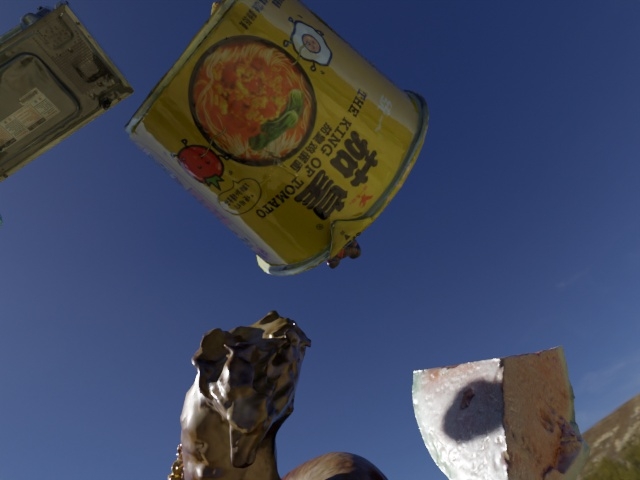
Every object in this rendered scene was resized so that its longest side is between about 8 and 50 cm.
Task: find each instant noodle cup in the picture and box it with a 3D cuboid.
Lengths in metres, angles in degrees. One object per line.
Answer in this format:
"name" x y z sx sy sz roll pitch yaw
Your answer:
"instant noodle cup" -0.066 -0.152 0.547 0.326 0.325 0.254 -43 -62 15

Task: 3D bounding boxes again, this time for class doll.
"doll" -0.002 -0.002 0.926 0.127 0.088 0.249 -50 -35 10

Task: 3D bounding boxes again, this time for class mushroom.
"mushroom" -0.071 0.308 0.384 0.334 0.331 0.356 -41 -78 12

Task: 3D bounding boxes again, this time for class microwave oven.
"microwave oven" -0.421 -0.220 0.610 0.241 0.194 0.145 -37 -53 -6

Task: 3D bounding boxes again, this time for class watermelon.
"watermelon" 0.272 0.244 0.624 0.260 0.256 0.175 11 -71 -31

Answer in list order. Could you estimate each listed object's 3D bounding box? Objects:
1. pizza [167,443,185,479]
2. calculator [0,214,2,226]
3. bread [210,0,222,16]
"pizza" -0.280 0.528 1.113 0.114 0.409 0.277 11 -73 12
"calculator" -0.769 -0.110 0.711 0.256 0.054 0.386 -40 -65 -2
"bread" -0.237 -0.566 1.158 0.132 0.172 0.103 2 -27 -1
